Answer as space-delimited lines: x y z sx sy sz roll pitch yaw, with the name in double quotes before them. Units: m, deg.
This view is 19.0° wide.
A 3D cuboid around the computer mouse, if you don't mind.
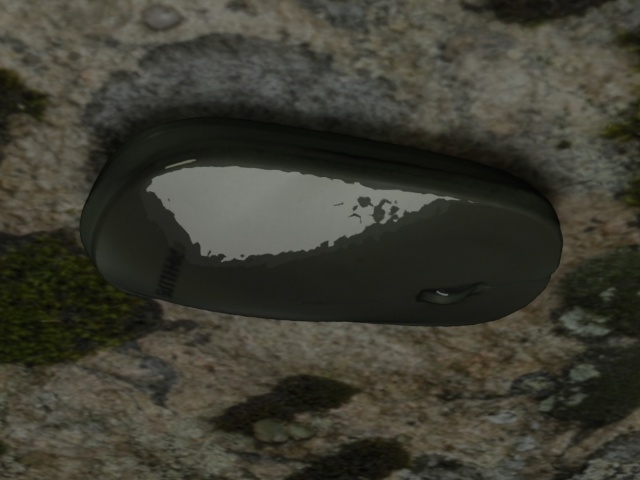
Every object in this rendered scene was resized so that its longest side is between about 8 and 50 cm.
"computer mouse" 0.000 0.006 1.310 0.331 0.095 0.197 7 149 -6
